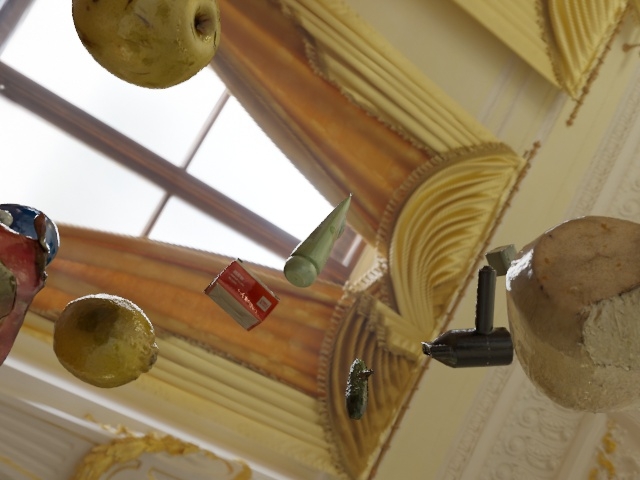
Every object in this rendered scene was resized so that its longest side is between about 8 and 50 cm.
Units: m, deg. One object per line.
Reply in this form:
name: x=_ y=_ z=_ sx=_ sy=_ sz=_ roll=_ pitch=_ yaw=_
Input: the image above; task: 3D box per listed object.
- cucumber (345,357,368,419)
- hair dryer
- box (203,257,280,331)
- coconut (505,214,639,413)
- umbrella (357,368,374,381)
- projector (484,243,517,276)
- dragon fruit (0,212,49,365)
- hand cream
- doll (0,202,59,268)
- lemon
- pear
cucumber: x=0.111 y=0.440 z=1.807 sx=0.069 sy=0.069 sz=0.228 roll=-45 pitch=-160 yaw=33
hair dryer: x=0.421 y=0.218 z=1.715 sx=0.116 sy=0.244 sz=0.303 roll=-124 pitch=-147 yaw=-77
box: x=-0.222 y=0.155 z=1.699 sx=0.099 sy=0.182 sz=0.133 roll=-49 pitch=-176 yaw=-35
coconut: x=0.529 y=0.148 z=1.124 sx=0.345 sy=0.360 sz=0.347 roll=-13 pitch=-136 yaw=13
umbrella: x=0.121 y=0.358 z=1.606 sx=0.020 sy=0.032 sz=0.083 roll=-25 pitch=168 yaw=-27
projector: x=0.597 y=0.065 z=1.958 sx=0.083 sy=0.082 sz=0.083 roll=-22 pitch=-177 yaw=-32
dragon fruit: x=-0.563 y=0.057 z=0.797 sx=0.296 sy=0.262 sz=0.315 roll=6 pitch=-110 yaw=44
hand cream: x=0.000 y=0.000 z=1.649 sx=0.306 sy=0.093 sz=0.147 roll=-57 pitch=176 yaw=-38
doll: x=-0.616 y=-0.003 z=1.127 sx=0.215 sy=0.256 sz=0.161 roll=-8 pitch=-103 yaw=25
lemon: x=-0.484 y=0.225 z=1.355 sx=0.204 sy=0.259 sz=0.204 roll=19 pitch=90 yaw=-78
pear: x=-0.413 y=-0.538 z=1.453 sx=0.348 sy=0.348 sz=0.348 roll=-48 pitch=-158 yaw=27
